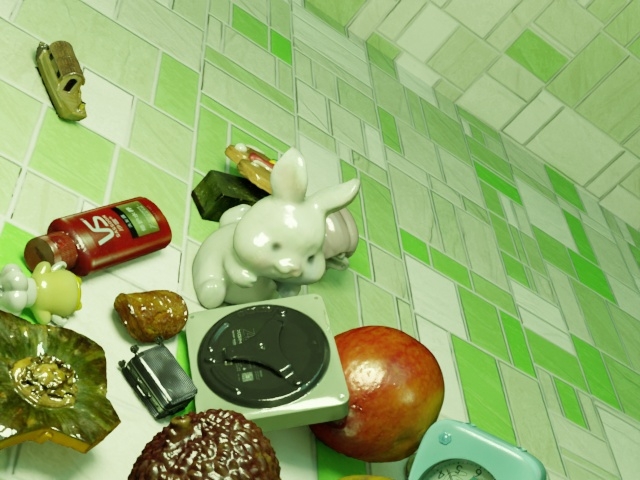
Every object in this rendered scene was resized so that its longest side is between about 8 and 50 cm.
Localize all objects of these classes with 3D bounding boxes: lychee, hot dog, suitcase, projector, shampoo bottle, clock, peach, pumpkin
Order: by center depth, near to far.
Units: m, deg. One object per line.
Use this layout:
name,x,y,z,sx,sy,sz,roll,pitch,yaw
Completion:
lychee,-0.161,0.372,1.419,0.271,0.236,0.236,68,26,-10
pumpkin,-0.418,0.219,1.421,0.258,0.095,0.290,19,33,-32
suitcase,-0.268,0.230,1.637,0.126,0.059,0.086,51,31,13
projector,-0.099,0.211,1.726,0.259,0.079,0.257,-9,45,-7
hot dog,-0.300,0.127,1.731,0.147,0.065,0.099,-3,53,-54
clock,0.258,0.474,1.765,0.224,0.274,0.094,25,1,26
shampoo bottle,-0.397,-0.004,1.773,0.118,0.076,0.314,56,30,6
peach,0.097,0.292,1.843,0.281,0.238,0.281,20,57,-34

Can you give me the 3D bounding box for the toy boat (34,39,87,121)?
toy boat,-0.531,-0.336,2.043,0.068,0.088,0.226,12,41,-46

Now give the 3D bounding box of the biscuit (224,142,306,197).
biscuit,-0.116,-0.158,2.246,0.216,0.047,0.340,33,8,2

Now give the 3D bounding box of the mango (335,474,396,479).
mango,0.140,0.562,1.542,0.445,0.232,0.300,47,23,-9

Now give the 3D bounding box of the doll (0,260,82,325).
doll,-0.454,0.084,1.587,0.162,0.062,0.106,8,77,-52

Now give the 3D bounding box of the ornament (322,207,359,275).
ornament,0.000,0.000,2.183,0.177,0.177,0.177,32,30,-21

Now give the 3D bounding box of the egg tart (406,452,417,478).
egg tart,0.228,0.473,1.960,0.129,0.049,0.128,30,31,-20

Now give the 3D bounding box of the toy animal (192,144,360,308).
toy animal,-0.091,-0.018,1.903,0.196,0.368,0.241,17,49,-35

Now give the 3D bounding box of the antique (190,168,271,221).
antique,-0.170,-0.083,2.173,0.221,0.081,0.080,12,42,-46
